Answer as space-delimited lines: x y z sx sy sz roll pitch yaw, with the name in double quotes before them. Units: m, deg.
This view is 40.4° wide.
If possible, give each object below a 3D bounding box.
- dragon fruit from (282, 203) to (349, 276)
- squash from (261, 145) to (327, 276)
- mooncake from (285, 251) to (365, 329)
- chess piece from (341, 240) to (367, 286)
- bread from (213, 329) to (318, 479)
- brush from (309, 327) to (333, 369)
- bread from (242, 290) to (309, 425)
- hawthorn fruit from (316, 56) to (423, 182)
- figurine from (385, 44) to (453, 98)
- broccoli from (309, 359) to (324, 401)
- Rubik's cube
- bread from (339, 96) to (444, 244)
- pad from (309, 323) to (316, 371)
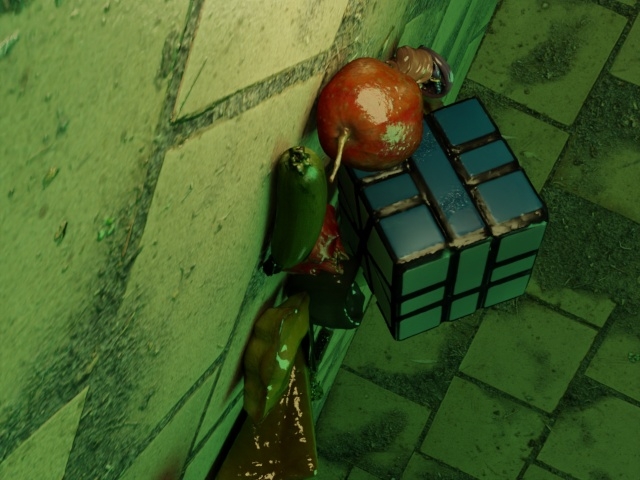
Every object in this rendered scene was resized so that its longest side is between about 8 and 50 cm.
"dragon fruit" 0.000 0.000 1.428 0.153 0.110 0.153 23 90 -85
"squash" -0.032 -0.046 1.221 0.318 0.080 0.071 105 -25 -57
"mooncake" 0.023 0.090 1.644 0.104 0.168 0.175 -61 -174 -34
"chess piece" 0.112 0.022 2.026 0.182 0.182 0.330 -68 166 20
"bread" -0.125 0.362 1.910 0.233 0.244 0.362 96 -11 -72
"brush" -0.020 0.370 2.642 0.036 0.043 0.248 -38 154 -57
"bread" -0.086 0.203 1.578 0.161 0.088 0.233 -59 168 -66
"hawthorn fruit" 0.054 -0.163 1.192 0.203 0.162 0.163 -33 148 -57
"figurine" 0.156 -0.297 1.597 0.157 0.126 0.114 -23 115 -20
"broccoli" -0.048 0.369 2.186 0.130 0.120 0.131 -47 -144 31
"Rubik's cube" 0.203 -0.034 1.538 0.283 0.289 0.294 -21 152 -6
"bread" 0.149 -0.136 1.793 0.338 0.155 0.187 106 8 -48
"pad" -0.020 0.193 1.915 0.127 0.004 0.190 72 14 -79
